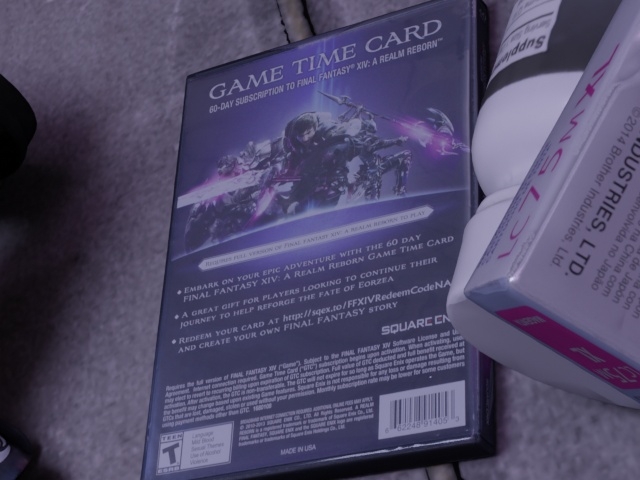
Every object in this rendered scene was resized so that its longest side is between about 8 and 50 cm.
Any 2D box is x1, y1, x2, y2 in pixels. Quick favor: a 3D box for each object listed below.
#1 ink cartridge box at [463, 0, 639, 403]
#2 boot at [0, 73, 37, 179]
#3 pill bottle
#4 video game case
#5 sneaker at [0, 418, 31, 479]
[{"bbox_3d":[0.229,0.018,0.527,0.311,0.065,0.185,30,77,-3],"label":"ink cartridge box"},{"bbox_3d":[-0.340,0.028,0.924,0.348,0.131,0.260,-16,48,37],"label":"boot"},{"bbox_3d":[0.162,-0.078,0.649,0.161,0.161,0.283,5,66,35],"label":"pill bottle"},{"bbox_3d":[0.000,0.000,0.797,0.196,0.026,0.274,-13,56,26],"label":"video game case"},{"bbox_3d":[-0.231,0.058,0.799,0.180,0.124,0.321,22,107,3],"label":"sneaker"}]
